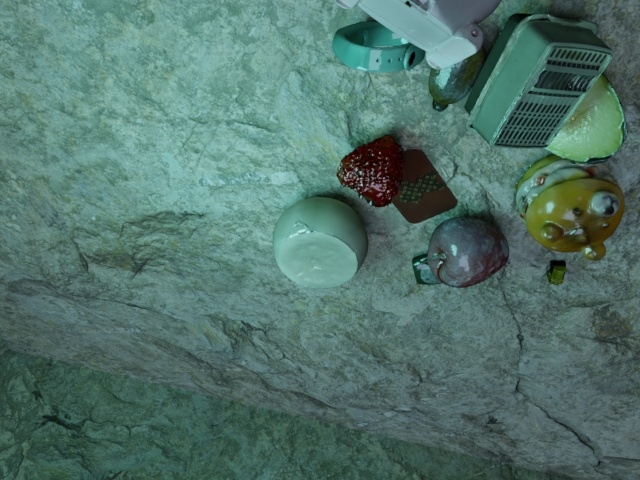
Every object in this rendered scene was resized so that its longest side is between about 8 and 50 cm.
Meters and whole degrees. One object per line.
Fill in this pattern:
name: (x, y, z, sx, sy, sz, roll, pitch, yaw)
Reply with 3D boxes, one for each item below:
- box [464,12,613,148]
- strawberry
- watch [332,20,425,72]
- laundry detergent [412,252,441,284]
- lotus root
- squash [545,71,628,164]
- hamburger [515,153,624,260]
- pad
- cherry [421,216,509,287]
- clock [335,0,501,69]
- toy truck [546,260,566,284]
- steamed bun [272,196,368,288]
box: (0.475, -0.355, 1.010, 0.221, 0.166, 0.290, -3, 139, -21)
strawberry: (0.155, -0.202, 1.268, 0.184, 0.186, 0.201, 4, 130, -44)
watch: (0.142, -0.441, 1.002, 0.195, 0.237, 0.068, 26, 133, 28)
laundry detergent: (0.437, 0.093, 1.578, 0.211, 0.063, 0.137, -9, 126, 20)
lotus root: (0.322, -0.399, 1.086, 0.113, 0.088, 0.192, 17, 137, -2)
squash: (0.622, -0.305, 1.075, 0.204, 0.155, 0.236, 15, 137, -6)
hamburger: (0.684, -0.084, 1.225, 0.277, 0.236, 0.276, 5, 136, 4)
pad: (0.293, -0.162, 1.393, 0.181, 0.004, 0.267, -25, 125, 32)
cherry: (0.449, 0.035, 1.413, 0.286, 0.212, 0.236, -12, 156, -8)
clock: (0.220, -0.544, 0.830, 0.342, 0.325, 0.184, 28, 176, -19)
toy truck: (0.806, 0.112, 1.521, 0.049, 0.054, 0.083, 0, 135, 12)
steamed bun: (0.000, 0.000, 1.474, 0.325, 0.206, 0.324, 5, 137, 4)
